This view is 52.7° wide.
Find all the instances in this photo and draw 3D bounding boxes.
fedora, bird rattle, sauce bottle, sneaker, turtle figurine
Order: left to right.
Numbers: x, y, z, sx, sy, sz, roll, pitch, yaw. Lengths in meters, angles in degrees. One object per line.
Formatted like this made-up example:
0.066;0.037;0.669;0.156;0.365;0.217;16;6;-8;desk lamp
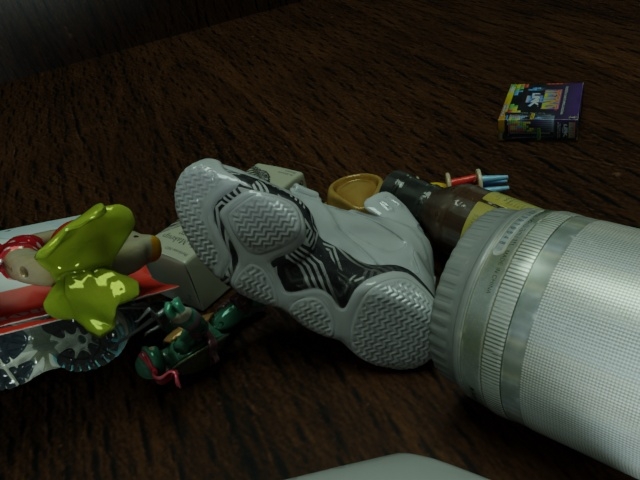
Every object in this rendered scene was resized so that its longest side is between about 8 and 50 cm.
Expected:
-0.382;0.133;0.906;0.283;0.110;0.122;-5;13;13;sneaker
-0.310;0.028;0.770;0.254;0.143;0.207;-2;10;25;bird rattle
-0.166;0.109;0.832;0.234;0.118;0.175;-26;11;-31;turtle figurine
0.000;0.000;0.827;0.366;0.137;0.210;33;29;-4;sneaker
0.062;-0.053;1.035;0.194;0.079;0.194;-8;34;6;fedora
0.230;-0.012;0.868;0.111;0.111;0.344;-34;45;-30;sauce bottle

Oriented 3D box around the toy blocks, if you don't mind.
0.228;-0.068;1.026;0.148;0.054;0.123;-7;33;8;toy blocks

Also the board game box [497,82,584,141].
0.424;-0.248;1.239;0.141;0.048;0.170;3;36;24;board game box

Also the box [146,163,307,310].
-0.140;-0.015;1.029;0.113;0.094;0.275;14;41;35;box

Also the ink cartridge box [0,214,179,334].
-0.404;0.039;0.887;0.308;0.091;0.385;-14;11;-29;ink cartridge box

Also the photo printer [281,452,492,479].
0.084;0.236;0.420;0.256;0.107;0.307;13;-2;35;photo printer

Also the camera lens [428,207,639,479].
0.273;0.094;0.619;0.274;0.219;0.219;20;45;39;camera lens
